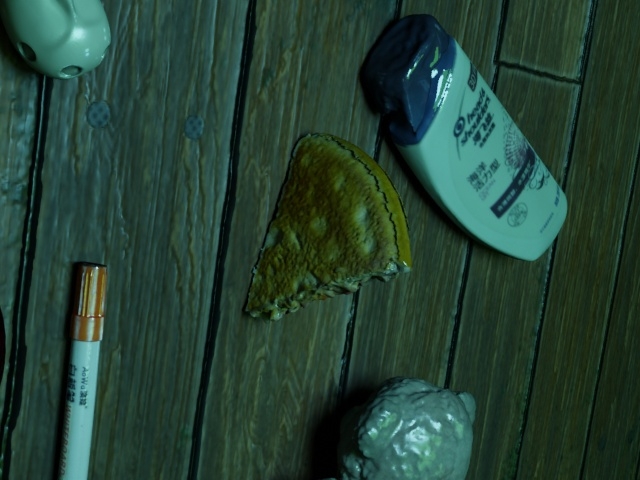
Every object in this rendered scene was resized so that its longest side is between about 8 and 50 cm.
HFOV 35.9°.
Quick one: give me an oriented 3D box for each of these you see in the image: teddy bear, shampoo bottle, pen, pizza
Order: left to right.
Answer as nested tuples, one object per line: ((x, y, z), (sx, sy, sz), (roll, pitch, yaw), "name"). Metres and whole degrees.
((-0.202, 0.135, 0.829), (0.028, 0.028, 0.239), (-1, 102, -46), "pen")
((0.000, 0.000, 0.948), (0.193, 0.201, 0.053), (-42, 140, 23), "pizza")
((0.067, 0.274, 1.055), (0.236, 0.151, 0.267), (3, 99, -49), "teddy bear")
((0.168, -0.096, 1.119), (0.359, 0.078, 0.134), (42, 74, -44), "shampoo bottle")

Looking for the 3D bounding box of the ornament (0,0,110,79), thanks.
((-0.205, -0.189, 0.707), (0.075, 0.081, 0.156), (-38, 121, -27), "ornament")

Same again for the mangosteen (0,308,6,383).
((-0.332, 0.063, 0.569), (0.289, 0.231, 0.231), (26, 79, -11), "mangosteen")
